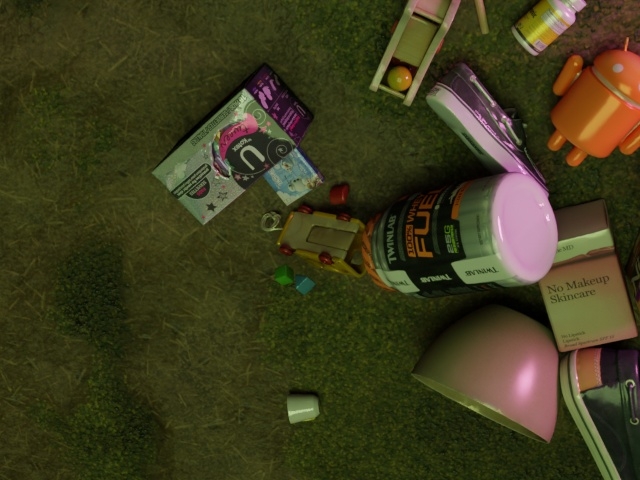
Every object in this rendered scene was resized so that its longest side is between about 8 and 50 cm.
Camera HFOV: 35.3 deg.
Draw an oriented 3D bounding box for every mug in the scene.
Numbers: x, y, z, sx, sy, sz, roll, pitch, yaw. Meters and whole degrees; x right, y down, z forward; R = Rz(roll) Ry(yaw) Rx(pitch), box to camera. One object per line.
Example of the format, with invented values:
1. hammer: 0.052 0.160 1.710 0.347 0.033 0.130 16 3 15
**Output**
1. mug: -0.033 0.351 2.123 0.064 0.078 0.062 -8 83 5

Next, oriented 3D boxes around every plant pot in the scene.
1. plant pot: 0.338 0.232 1.891 0.284 0.284 0.191 28 83 -5

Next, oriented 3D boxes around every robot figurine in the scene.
1. robot figurine: 0.473 -0.228 1.682 0.128 0.158 0.219 14 126 -37

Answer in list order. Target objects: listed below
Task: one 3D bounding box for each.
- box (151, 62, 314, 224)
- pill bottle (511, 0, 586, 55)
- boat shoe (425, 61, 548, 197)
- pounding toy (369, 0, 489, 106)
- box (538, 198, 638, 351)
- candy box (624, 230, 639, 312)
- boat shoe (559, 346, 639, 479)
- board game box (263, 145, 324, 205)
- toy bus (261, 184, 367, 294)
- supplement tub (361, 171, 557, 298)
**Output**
1. box: -0.154 -0.171 1.804 0.247 0.163 0.142 -39 103 25
2. pill bottle: 0.379 -0.367 1.662 0.065 0.065 0.116 43 115 -13
3. boat shoe: 0.314 -0.185 1.753 0.301 0.108 0.102 43 86 -18
4. pounding toy: 0.199 -0.342 1.657 0.154 0.154 0.270 24 119 -2
5. box: 0.476 0.065 1.834 0.148 0.127 0.232 -15 114 17
6. candy box: 0.593 0.059 1.775 0.053 0.187 0.109 12 118 1
7. boat shoe: 0.616 0.392 1.905 0.156 0.187 0.500 -19 119 27
8. board game box: -0.055 -0.124 1.892 0.090 0.020 0.090 -32 108 24
9. toy bus: 0.007 0.007 1.898 0.191 0.202 0.104 -31 139 16
10. supplement tub: 0.235 -0.001 1.759 0.316 0.193 0.194 -13 117 45
